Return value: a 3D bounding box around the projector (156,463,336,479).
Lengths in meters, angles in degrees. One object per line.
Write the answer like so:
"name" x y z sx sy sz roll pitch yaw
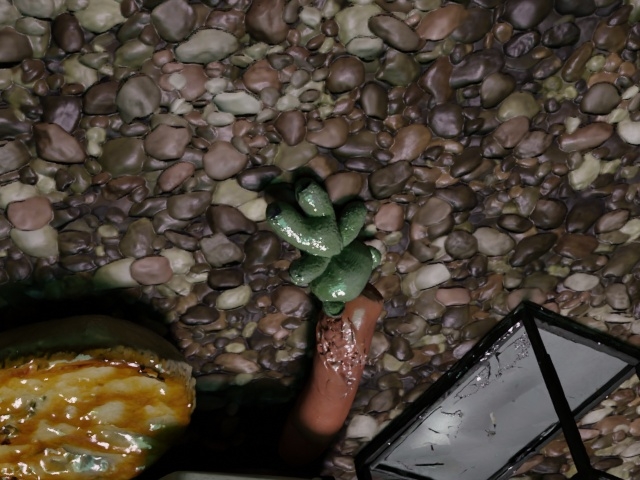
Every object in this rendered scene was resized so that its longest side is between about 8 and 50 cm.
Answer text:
"projector" -0.084 0.320 1.555 0.257 0.079 0.259 9 160 -19

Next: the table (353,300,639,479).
"table" 0.247 0.304 1.538 0.222 0.272 0.335 22 125 -31

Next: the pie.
"pie" -0.288 0.185 1.428 0.315 0.092 0.315 -7 140 -6

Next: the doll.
"doll" 0.000 0.000 1.336 0.115 0.078 0.150 -46 126 -21

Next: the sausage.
"sausage" 0.011 0.159 1.481 0.078 0.078 0.304 2 134 -16
